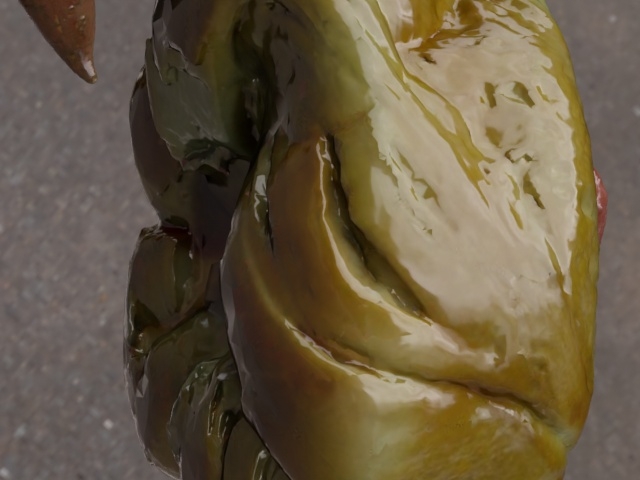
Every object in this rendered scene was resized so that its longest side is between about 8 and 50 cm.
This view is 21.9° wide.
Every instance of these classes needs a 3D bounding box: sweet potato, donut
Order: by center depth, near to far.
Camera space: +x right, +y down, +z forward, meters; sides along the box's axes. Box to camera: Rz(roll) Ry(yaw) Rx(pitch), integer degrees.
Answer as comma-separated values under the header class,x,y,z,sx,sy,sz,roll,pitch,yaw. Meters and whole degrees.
class,x,y,z,sx,sy,sz,roll,pitch,yaw
donut,0.000,0.000,0.799,0.170,0.360,0.360,0,52,-22
sweet potato,-0.270,-0.314,1.573,0.095,0.355,0.106,-33,49,-31

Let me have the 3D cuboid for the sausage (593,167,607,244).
class,x,y,z,sx,sy,sz,roll,pitch,yaw
sausage,0.241,-0.009,1.626,0.076,0.141,0.076,5,23,-2
